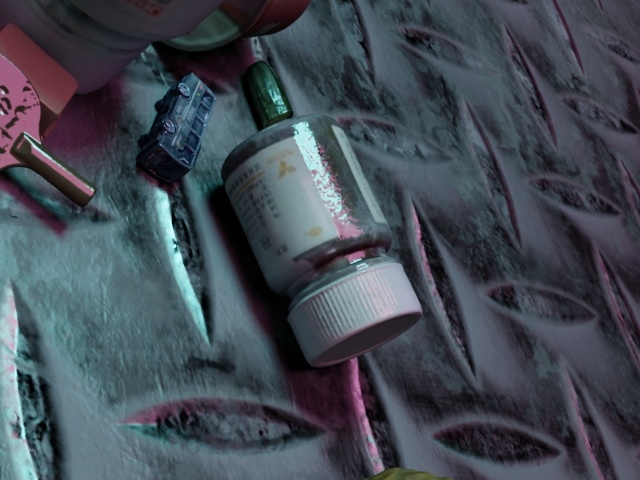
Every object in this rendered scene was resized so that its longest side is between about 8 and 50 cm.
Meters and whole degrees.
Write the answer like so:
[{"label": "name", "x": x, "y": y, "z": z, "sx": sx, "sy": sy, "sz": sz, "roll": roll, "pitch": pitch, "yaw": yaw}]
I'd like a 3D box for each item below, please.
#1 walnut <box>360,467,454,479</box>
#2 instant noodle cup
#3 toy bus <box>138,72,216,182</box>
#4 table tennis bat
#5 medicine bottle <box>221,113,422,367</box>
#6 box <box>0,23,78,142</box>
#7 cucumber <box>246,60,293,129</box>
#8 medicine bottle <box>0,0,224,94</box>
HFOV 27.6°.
[{"label": "walnut", "x": 0.086, "y": 0.340, "z": 1.354, "sx": 0.213, "sy": 0.213, "sz": 0.213, "roll": 31, "pitch": 40, "yaw": -31}, {"label": "instant noodle cup", "x": -0.118, "y": -0.361, "z": 1.700, "sx": 0.234, "sy": 0.235, "sz": 0.178, "roll": 61, "pitch": 25, "yaw": 9}, {"label": "toy bus", "x": -0.172, "y": -0.138, "z": 1.582, "sx": 0.065, "sy": 0.047, "sz": 0.166, "roll": 43, "pitch": 35, "yaw": -24}, {"label": "table tennis bat", "x": -0.331, "y": -0.114, "z": 1.340, "sx": 0.234, "sy": 0.022, "sz": 0.131, "roll": 40, "pitch": 68, "yaw": -17}, {"label": "medicine bottle", "x": 0.000, "y": 0.000, "z": 1.567, "sx": 0.165, "sy": 0.165, "sz": 0.273, "roll": -3, "pitch": 64, "yaw": -52}, {"label": "box", "x": -0.326, "y": -0.170, "z": 1.406, "sx": 0.122, "sy": 0.062, "sz": 0.089, "roll": 43, "pitch": 35, "yaw": -18}, {"label": "cucumber", "x": -0.072, "y": -0.201, "z": 1.758, "sx": 0.048, "sy": 0.048, "sz": 0.105, "roll": 5, "pitch": 57, "yaw": -49}, {"label": "medicine bottle", "x": -0.221, "y": -0.336, "z": 1.446, "sx": 0.256, "sy": 0.325, "sz": 0.256, "roll": 32, "pitch": 40, "yaw": -32}]
